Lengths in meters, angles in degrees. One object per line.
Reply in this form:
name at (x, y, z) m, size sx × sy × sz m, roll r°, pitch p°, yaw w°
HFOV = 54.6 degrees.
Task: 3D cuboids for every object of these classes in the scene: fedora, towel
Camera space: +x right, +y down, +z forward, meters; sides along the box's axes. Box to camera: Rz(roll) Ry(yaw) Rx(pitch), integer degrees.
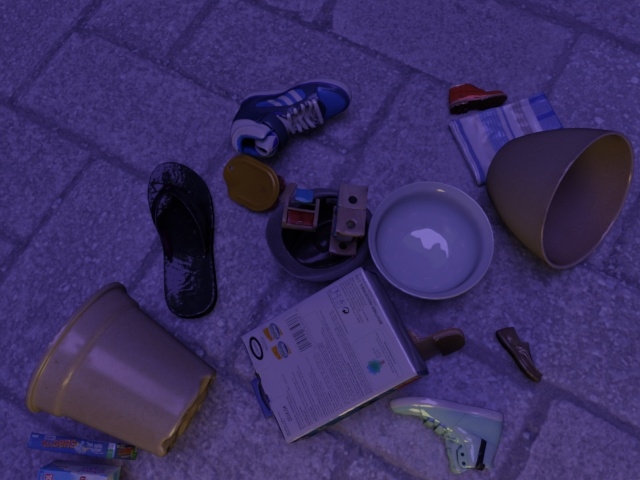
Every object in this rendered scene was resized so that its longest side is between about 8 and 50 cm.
fedora at (0.000, 0.000, 1.549) m, size 0.275 × 0.124 × 0.243 m, roll -34°, pitch 73°, yaw -18°
towel at (0.509, -0.276, 1.659) m, size 0.285 × 0.034 × 0.209 m, roll -18°, pitch 70°, yaw -2°

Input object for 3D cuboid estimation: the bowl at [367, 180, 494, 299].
bowl at (0.258, 0.016, 1.511) m, size 0.298 × 0.134 × 0.297 m, roll 0°, pitch 70°, yaw -1°

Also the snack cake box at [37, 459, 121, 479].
snack cake box at (-0.538, 0.626, 1.346) m, size 0.152 × 0.089 × 0.264 m, roll 5°, pitch 85°, yaw 3°

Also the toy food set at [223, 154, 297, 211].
toy food set at (-0.157, -0.144, 1.654) m, size 0.218 × 0.071 × 0.128 m, roll 30°, pitch 106°, yaw 20°

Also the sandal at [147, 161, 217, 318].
sandal at (-0.353, -0.023, 1.599) m, size 0.168 × 0.107 × 0.445 m, roll -15°, pitch 69°, yaw -1°

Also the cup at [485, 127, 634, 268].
cup at (0.540, -0.131, 1.478) m, size 0.331 × 0.331 × 0.237 m, roll -44°, pitch 45°, yaw -11°

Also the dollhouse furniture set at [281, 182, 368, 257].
dollhouse furniture set at (0.005, -0.052, 1.432) m, size 0.184 × 0.129 × 0.128 m, roll 8°, pitch 65°, yaw -3°

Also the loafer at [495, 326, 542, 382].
loafer at (0.472, 0.262, 1.449) m, size 0.050 × 0.056 × 0.148 m, roll -34°, pitch 71°, yaw -1°

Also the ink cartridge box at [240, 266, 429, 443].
ink cartridge box at (0.003, 0.273, 1.403) m, size 0.396 × 0.151 × 0.270 m, roll -31°, pitch 69°, yaw 10°

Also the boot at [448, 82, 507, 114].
boot at (0.429, -0.402, 1.701) m, size 0.158 × 0.059 × 0.084 m, roll -6°, pitch 64°, yaw 4°

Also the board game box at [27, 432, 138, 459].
board game box at (-0.538, 0.472, 1.416) m, size 0.201 × 0.136 × 0.035 m, roll 5°, pitch 70°, yaw 6°

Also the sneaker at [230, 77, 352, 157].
sneaker at (-0.081, -0.303, 1.638) m, size 0.323 × 0.130 × 0.236 m, roll -4°, pitch 49°, yaw 12°

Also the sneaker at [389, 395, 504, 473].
sneaker at (0.272, 0.435, 1.383) m, size 0.256 × 0.094 × 0.151 m, roll 9°, pitch 74°, yaw 9°

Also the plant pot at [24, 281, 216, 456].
plant pot at (-0.418, 0.311, 1.391) m, size 0.306 × 0.334 × 0.333 m, roll 30°, pitch 75°, yaw 4°

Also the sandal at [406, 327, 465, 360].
sandal at (0.221, 0.244, 1.476) m, size 0.240 × 0.088 × 0.079 m, roll -18°, pitch 33°, yaw 13°
